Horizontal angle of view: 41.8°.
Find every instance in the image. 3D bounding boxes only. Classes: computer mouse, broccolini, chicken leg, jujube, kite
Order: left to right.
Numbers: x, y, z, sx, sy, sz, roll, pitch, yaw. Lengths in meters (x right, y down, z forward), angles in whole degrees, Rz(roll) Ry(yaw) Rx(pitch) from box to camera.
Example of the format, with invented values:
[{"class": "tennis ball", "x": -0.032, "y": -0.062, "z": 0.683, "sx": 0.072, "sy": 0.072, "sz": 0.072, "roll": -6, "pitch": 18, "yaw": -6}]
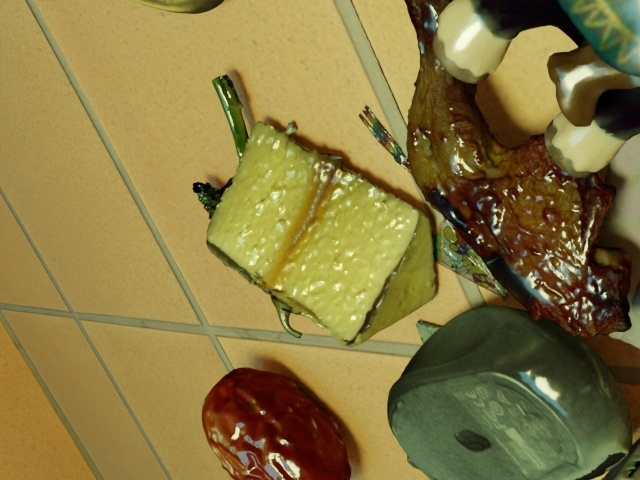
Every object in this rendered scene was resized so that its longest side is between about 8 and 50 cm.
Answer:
[{"class": "broccolini", "x": -0.123, "y": -0.101, "z": 1.068, "sx": 0.123, "sy": 0.062, "sz": 0.271, "roll": 24, "pitch": 137, "yaw": 25}, {"class": "jujube", "x": -0.066, "y": 0.302, "z": 1.257, "sx": 0.250, "sy": 0.174, "sz": 0.174, "roll": 37, "pitch": 144, "yaw": 20}, {"class": "kite", "x": 0.118, "y": -0.039, "z": 0.846, "sx": 0.244, "sy": 0.006, "sz": 0.198, "roll": 54, "pitch": 149, "yaw": 2}, {"class": "chicken leg", "x": 0.145, "y": -0.062, "z": 0.679, "sx": 0.322, "sy": 0.083, "sz": 0.177, "roll": 54, "pitch": 147, "yaw": 26}, {"class": "computer mouse", "x": 0.189, "y": 0.172, "z": 0.853, "sx": 0.203, "sy": 0.114, "sz": 0.374, "roll": 49, "pitch": 153, "yaw": 4}]

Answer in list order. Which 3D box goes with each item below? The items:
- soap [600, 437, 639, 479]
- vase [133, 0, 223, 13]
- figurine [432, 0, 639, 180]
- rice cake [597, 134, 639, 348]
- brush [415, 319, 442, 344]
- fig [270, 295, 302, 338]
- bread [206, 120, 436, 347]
[{"class": "soap", "x": 0.421, "y": 0.328, "z": 0.649, "sx": 0.446, "sy": 0.156, "sz": 0.261, "roll": 41, "pitch": 146, "yaw": 20}, {"class": "vase", "x": -0.213, "y": -0.352, "z": 0.829, "sx": 0.302, "sy": 0.241, "sz": 0.329, "roll": -11, "pitch": 139, "yaw": 42}, {"class": "figurine", "x": 0.211, "y": -0.167, "z": 0.357, "sx": 0.306, "sy": 0.241, "sz": 0.412, "roll": 36, "pitch": 149, "yaw": 21}, {"class": "rice cake", "x": 0.262, "y": -0.030, "z": 0.624, "sx": 0.106, "sy": 0.050, "sz": 0.298, "roll": 33, "pitch": 142, "yaw": 33}, {"class": "brush", "x": 0.170, "y": 0.186, "z": 0.986, "sx": 0.083, "sy": 0.011, "sz": 0.205, "roll": 10, "pitch": 128, "yaw": 48}, {"class": "fig", "x": -0.032, "y": 0.063, "z": 1.056, "sx": 0.084, "sy": 0.098, "sz": 0.082, "roll": 35, "pitch": 167, "yaw": -6}, {"class": "bread", "x": 0.000, "y": 0.000, "z": 0.952, "sx": 0.266, "sy": 0.178, "sz": 0.142, "roll": 34, "pitch": 177, "yaw": 37}]
